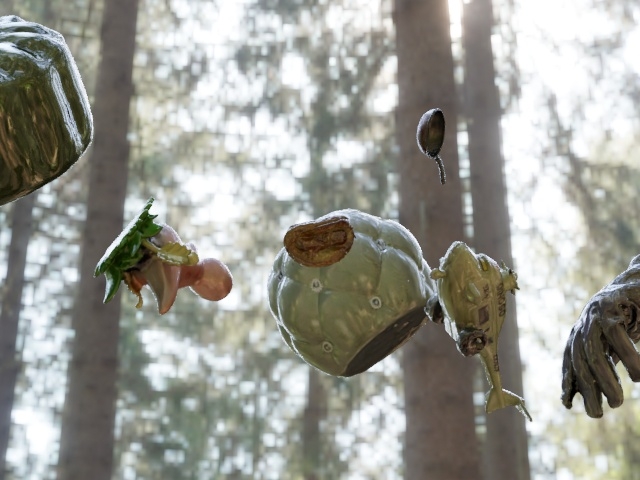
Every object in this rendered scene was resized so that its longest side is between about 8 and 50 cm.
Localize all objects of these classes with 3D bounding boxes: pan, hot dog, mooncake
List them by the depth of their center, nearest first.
[{"bbox_3d":[0.000,0.000,1.737,0.083,0.035,0.058,-14,-67,-11],"label":"hot dog"},{"bbox_3d":[-0.475,-0.167,1.991,0.351,0.351,0.187,-8,-66,13],"label":"mooncake"},{"bbox_3d":[0.153,-0.127,2.069,0.023,0.068,0.115,6,-55,26],"label":"pan"}]

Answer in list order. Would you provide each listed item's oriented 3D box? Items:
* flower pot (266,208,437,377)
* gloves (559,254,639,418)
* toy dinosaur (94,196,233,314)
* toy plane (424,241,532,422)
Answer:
[{"bbox_3d":[0.042,0.073,2.194,0.246,0.195,0.246,-34,-19,-14],"label":"flower pot"},{"bbox_3d":[0.400,0.102,1.951,0.119,0.285,0.142,31,-7,19],"label":"gloves"},{"bbox_3d":[-0.214,0.052,2.102,0.177,0.194,0.152,37,-79,-9],"label":"toy dinosaur"},{"bbox_3d":[0.195,0.110,1.793,0.108,0.092,0.286,-26,-53,-14],"label":"toy plane"}]
